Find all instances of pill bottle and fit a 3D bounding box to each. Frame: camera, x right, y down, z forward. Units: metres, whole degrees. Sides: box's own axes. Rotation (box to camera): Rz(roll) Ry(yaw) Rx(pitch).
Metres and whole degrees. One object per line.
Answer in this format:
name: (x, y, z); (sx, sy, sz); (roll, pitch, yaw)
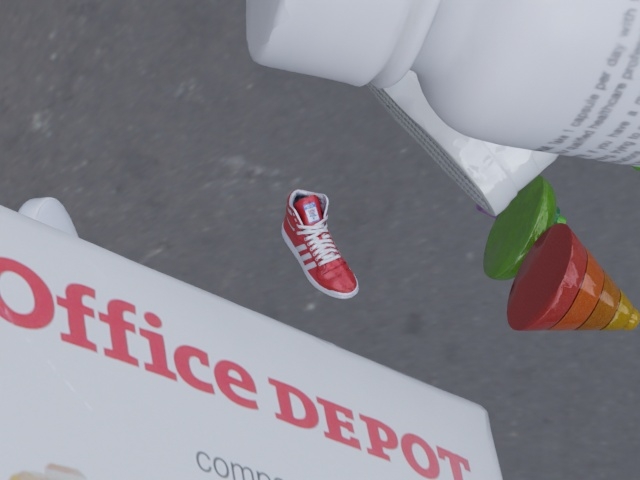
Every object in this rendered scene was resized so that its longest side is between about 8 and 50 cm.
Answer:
pill bottle: (0.125, -0.103, 0.587); (0.283, 0.160, 0.160); (8, 82, -11)

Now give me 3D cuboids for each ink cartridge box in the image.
ink cartridge box: (-0.051, 0.204, 0.474); (0.279, 0.160, 0.385); (26, 40, -41)

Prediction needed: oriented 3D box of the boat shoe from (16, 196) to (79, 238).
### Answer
boat shoe: (-0.295, 0.102, 1.712); (0.102, 0.108, 0.301); (3, 111, 19)

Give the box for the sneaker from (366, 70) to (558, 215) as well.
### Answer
sneaker: (0.111, -0.160, 1.275); (0.169, 0.108, 0.292); (-40, 53, 0)

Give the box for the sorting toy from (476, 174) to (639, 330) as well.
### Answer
sorting toy: (0.266, 0.016, 1.865); (0.126, 0.365, 0.127); (25, 107, -13)

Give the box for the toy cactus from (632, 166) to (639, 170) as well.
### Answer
toy cactus: (0.301, -0.175, 1.879); (0.219, 0.112, 0.180); (34, 47, 17)

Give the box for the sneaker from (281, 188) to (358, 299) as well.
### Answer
sneaker: (0.000, 0.000, 1.639); (0.042, 0.067, 0.118); (-21, 52, -26)
